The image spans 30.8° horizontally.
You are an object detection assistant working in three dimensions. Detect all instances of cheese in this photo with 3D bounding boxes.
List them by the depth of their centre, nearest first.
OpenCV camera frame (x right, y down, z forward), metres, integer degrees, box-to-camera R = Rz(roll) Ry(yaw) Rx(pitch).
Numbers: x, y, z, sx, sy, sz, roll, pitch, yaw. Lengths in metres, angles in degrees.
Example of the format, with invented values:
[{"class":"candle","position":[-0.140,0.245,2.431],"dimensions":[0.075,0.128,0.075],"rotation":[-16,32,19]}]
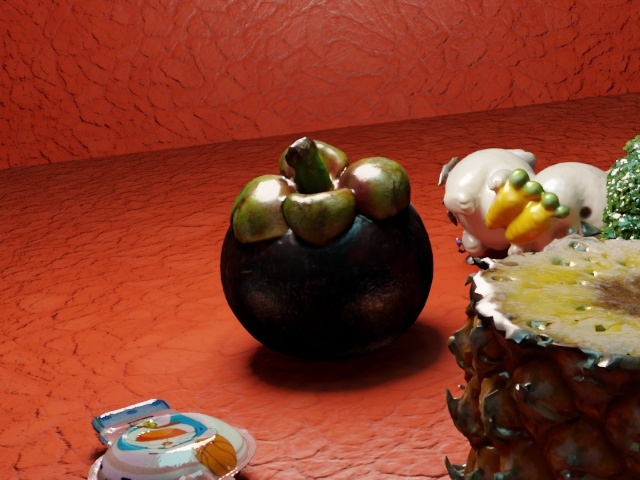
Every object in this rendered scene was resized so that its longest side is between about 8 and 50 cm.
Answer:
[{"class":"cheese","position":[-0.175,0.229,1.274],"dimensions":[0.189,0.074,0.286],"rotation":[-13,15,-22]}]

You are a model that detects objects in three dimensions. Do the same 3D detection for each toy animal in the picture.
[{"class":"toy animal","position":[0.352,-0.050,1.788],"dimensions":[0.310,0.182,0.247],"rotation":[3,20,34]}]

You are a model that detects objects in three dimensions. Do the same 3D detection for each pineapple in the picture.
[{"class":"pineapple","position":[0.262,0.161,0.887],"dimensions":[0.353,0.300,0.352],"rotation":[-8,15,2]}]

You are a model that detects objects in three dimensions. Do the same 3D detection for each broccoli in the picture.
[{"class":"broccoli","position":[0.478,-0.021,1.595],"dimensions":[0.262,0.241,0.269],"rotation":[20,33,-27]}]

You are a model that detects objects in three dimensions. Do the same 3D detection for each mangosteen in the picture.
[{"class":"mangosteen","position":[0.003,0.011,1.561],"dimensions":[0.300,0.300,0.300],"rotation":[-7,16,2]}]
